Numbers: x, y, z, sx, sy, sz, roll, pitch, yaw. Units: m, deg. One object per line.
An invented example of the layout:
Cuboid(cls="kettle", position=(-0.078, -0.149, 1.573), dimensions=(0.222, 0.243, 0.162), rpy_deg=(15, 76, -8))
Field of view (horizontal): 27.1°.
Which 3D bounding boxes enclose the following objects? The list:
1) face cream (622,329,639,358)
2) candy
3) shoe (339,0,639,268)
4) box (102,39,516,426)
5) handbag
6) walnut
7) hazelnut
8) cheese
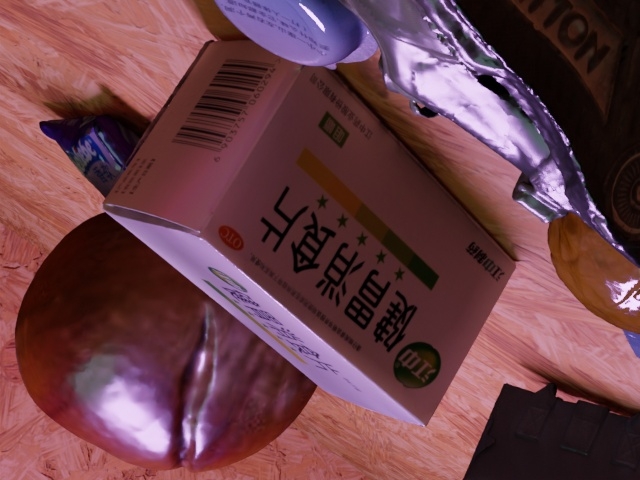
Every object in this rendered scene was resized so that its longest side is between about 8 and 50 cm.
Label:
Cuboid(cls="face cream", position=(0.376, 0.133, 0.967), dimensions=(0.385, 0.086, 0.135), rpy_deg=(27, 166, 39))
Cuboid(cls="candy", position=(-0.237, -0.090, 1.527), dimensions=(0.145, 0.070, 0.275), rpy_deg=(45, 166, -22))
Cuboid(cls="shoe", position=(0.111, -0.091, 0.724), dimensions=(0.293, 0.109, 0.149), rpy_deg=(45, 165, -33))
Cuboid(cls="box", position=(0.002, 0.001, 1.109), dimensions=(0.145, 0.173, 0.333), rpy_deg=(16, 159, 49))
Cuboid(cls="handbag", position=(0.269, 0.246, 1.398), dimensions=(0.229, 0.179, 0.062), rpy_deg=(11, 156, 38))
Cuboid(cls="walnut", position=(0.220, 0.017, 0.886), dimensions=(0.167, 0.087, 0.211), rpy_deg=(29, 166, -3))
Cuboid(cls="hazelnut", position=(-0.173, 0.104, 1.574), dimensions=(0.372, 0.315, 0.372), rpy_deg=(-1, 153, 0))
Cuboid(cls="cheese", position=(-0.023, -0.172, 0.826), dimensions=(0.135, 0.052, 0.244), rpy_deg=(26, 164, 13))
